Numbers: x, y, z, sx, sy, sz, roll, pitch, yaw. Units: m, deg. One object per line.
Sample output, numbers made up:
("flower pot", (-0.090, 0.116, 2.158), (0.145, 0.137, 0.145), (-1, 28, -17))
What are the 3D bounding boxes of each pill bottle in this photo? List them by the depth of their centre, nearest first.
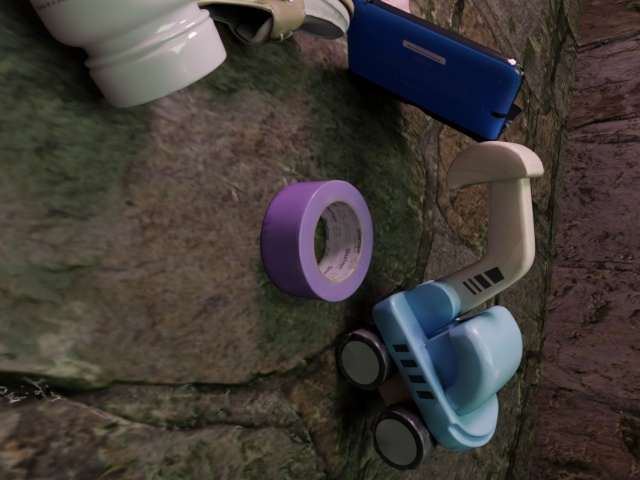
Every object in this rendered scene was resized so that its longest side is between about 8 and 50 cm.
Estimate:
("pill bottle", (-0.205, -0.278, 0.434), (0.160, 0.161, 0.282), (-51, 133, -36))

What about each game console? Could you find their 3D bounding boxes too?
("game console", (0.209, -0.305, 0.819), (0.173, 0.293, 0.250), (-53, 163, -17))

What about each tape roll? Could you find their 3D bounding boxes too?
("tape roll", (0.000, 0.000, 0.770), (0.189, 0.080, 0.188), (-5, 96, -50))

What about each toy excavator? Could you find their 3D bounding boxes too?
("toy excavator", (0.243, 0.115, 0.825), (0.223, 0.445, 0.432), (-9, 69, -50))

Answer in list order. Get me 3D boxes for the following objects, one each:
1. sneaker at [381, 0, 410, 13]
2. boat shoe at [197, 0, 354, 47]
("sneaker", (0.133, -0.456, 0.934), (0.134, 0.051, 0.070), (-10, 98, -53))
("boat shoe", (-0.080, -0.311, 0.641), (0.303, 0.113, 0.103), (2, 91, -40))
